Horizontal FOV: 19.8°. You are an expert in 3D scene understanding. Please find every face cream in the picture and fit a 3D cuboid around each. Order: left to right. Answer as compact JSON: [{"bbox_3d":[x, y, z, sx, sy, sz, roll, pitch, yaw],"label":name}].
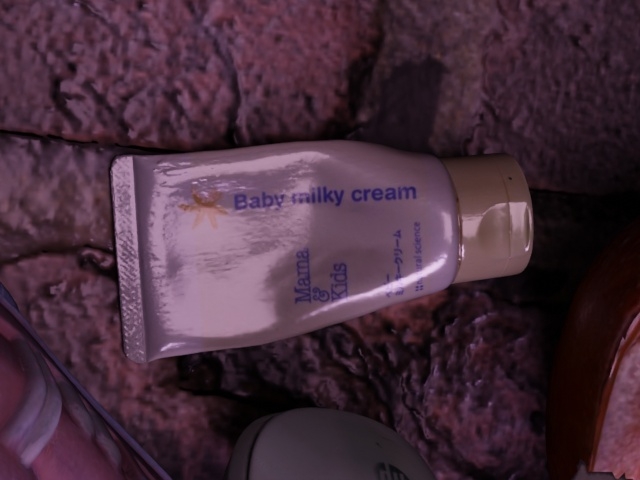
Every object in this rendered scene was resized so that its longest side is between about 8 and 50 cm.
[{"bbox_3d":[0.000,0.000,0.995,0.224,0.070,0.114,-7,103,-16],"label":"face cream"}]

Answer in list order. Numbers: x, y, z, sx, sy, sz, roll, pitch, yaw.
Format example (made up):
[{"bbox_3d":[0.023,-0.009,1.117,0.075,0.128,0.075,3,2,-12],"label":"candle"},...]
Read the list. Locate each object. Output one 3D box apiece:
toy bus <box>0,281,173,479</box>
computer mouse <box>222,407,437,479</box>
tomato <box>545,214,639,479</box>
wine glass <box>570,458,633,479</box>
[{"bbox_3d":[-0.164,0.140,0.839,0.197,0.232,0.294,-42,115,-14],"label":"toy bus"},{"bbox_3d":[0.034,0.211,0.935,0.159,0.288,0.097,16,133,-39],"label":"computer mouse"},{"bbox_3d":[0.261,0.076,1.076,0.338,0.144,0.338,-11,117,-21],"label":"tomato"},{"bbox_3d":[0.291,0.230,0.948,0.323,0.238,0.238,9,96,-30],"label":"wine glass"}]
